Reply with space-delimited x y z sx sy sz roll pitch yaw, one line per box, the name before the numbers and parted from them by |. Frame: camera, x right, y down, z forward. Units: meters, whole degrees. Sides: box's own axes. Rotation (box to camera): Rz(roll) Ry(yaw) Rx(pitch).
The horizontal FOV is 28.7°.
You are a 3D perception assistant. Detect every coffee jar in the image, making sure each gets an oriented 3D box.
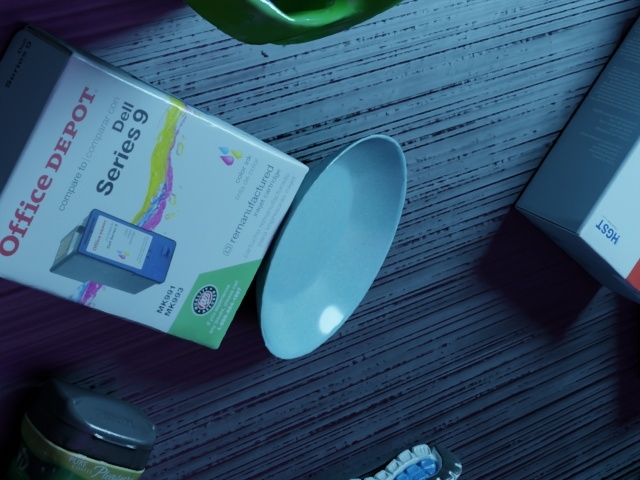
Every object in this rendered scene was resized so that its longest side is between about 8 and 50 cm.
coffee jar | -0.199 0.196 0.927 0.096 0.079 0.184 26 94 -37

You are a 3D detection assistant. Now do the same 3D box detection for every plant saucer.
plant saucer | 0.000 0.000 0.989 0.195 0.037 0.195 -42 147 -35

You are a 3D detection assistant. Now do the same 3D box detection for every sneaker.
sneaker | 0.050 0.259 1.148 0.191 0.071 0.082 -14 123 -31

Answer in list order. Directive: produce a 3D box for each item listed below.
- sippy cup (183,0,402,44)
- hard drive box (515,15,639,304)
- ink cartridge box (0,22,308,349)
sippy cup | -0.011 -0.280 0.777 0.240 0.305 0.224 -31 118 13
hard drive box | 0.319 -0.073 1.185 0.181 0.089 0.232 35 88 -40
ink cartridge box | -0.137 -0.032 0.865 0.212 0.093 0.154 25 94 -39
